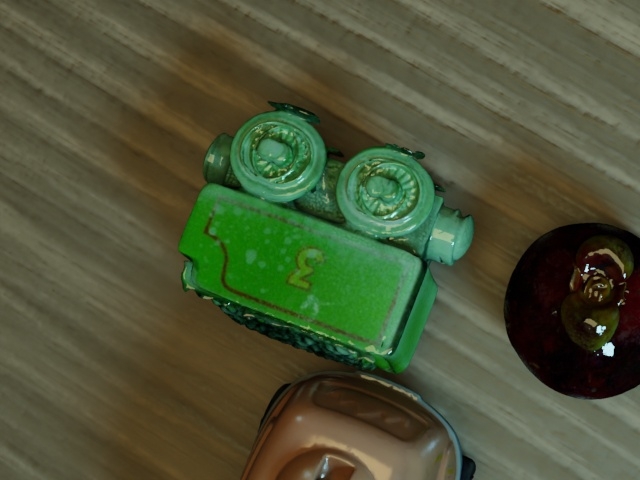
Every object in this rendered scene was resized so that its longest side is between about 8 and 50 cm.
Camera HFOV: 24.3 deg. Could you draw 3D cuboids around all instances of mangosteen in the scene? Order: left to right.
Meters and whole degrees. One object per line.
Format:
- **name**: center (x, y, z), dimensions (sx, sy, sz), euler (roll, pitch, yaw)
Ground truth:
- **mangosteen**: center (0.224, 0.057, 1.237), dimensions (0.153, 0.152, 0.152), euler (0, 90, 12)

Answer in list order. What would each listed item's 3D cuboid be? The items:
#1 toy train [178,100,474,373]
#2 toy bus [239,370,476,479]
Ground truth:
- **toy train**: center (0.000, 0.000, 1.280), dimensions (0.243, 0.132, 0.188), euler (21, 80, 14)
- **toy bus**: center (0.005, 0.254, 1.243), dimensions (0.194, 0.232, 0.287), euler (22, 92, 8)
